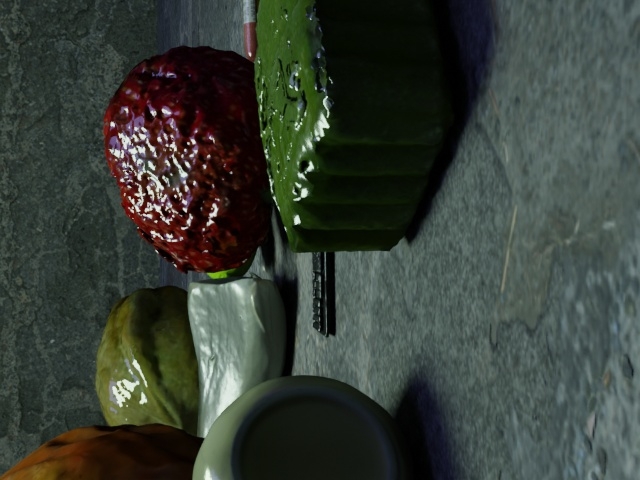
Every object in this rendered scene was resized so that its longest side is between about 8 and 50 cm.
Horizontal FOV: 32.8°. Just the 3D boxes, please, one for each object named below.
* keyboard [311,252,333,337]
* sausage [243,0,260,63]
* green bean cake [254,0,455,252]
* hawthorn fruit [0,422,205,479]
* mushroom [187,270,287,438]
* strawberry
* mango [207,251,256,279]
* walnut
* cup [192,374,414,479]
[{"bbox_3d":[-0.002,0.000,1.132,0.074,0.015,0.197,-177,87,-77],"label":"keyboard"},{"bbox_3d":[-0.089,-0.340,1.442,0.029,0.029,0.223,178,91,-77],"label":"sausage"},{"bbox_3d":[0.018,-0.113,0.829,0.214,0.113,0.200,110,153,-57],"label":"green bean cake"},{"bbox_3d":[-0.182,0.399,1.120,0.472,0.471,0.472,179,90,-77],"label":"hawthorn fruit"},{"bbox_3d":[-0.105,0.194,1.360,0.159,0.122,0.329,-116,26,-79],"label":"mushroom"},{"bbox_3d":[-0.155,-0.107,1.310,0.274,0.220,0.274,-164,90,-74],"label":"strawberry"},{"bbox_3d":[-0.135,-0.037,1.481,0.233,0.111,0.125,-115,35,-48],"label":"mango"},{"bbox_3d":[-0.226,0.200,1.662,0.283,0.227,0.283,57,-171,-13],"label":"walnut"},{"bbox_3d":[-0.015,0.252,0.861,0.202,0.173,0.255,107,159,-56],"label":"cup"}]
